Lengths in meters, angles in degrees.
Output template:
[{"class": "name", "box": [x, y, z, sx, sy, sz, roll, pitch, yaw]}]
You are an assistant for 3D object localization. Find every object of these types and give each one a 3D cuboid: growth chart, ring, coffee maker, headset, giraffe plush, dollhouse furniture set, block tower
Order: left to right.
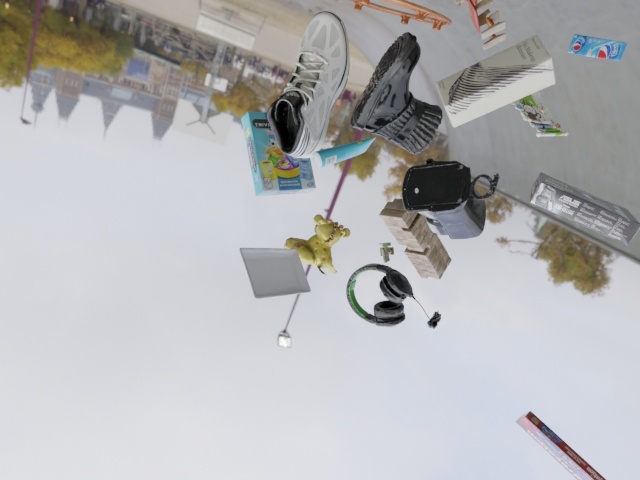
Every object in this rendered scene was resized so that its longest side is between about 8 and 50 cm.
[{"class": "giraffe plush", "box": [0.000, 0.000, 1.626, 0.181, 0.170, 0.210, 18, -169, -44]}, {"class": "dollhouse furniture set", "box": [0.265, 0.049, 2.000, 0.059, 0.076, 0.152, -5, -175, 23]}, {"class": "ring", "box": [0.174, -0.598, 1.228, 0.337, 0.032, 0.336, 14, -158, -6]}, {"class": "headset", "box": [0.280, 0.243, 1.869, 0.394, 0.243, 0.185, 18, -160, 19]}, {"class": "block tower", "box": [0.319, -0.001, 1.546, 0.097, 0.091, 0.335, 13, 151, 46]}, {"class": "coffee maker", "box": [0.265, -0.069, 0.922, 0.171, 0.120, 0.178, 25, 178, 36]}, {"class": "dollhouse furniture set", "box": [0.581, -0.888, 1.804, 0.259, 0.135, 0.261, 24, -137, -65]}, {"class": "growth chart", "box": [0.671, -0.420, 1.495, 0.172, 0.021, 0.237, -14, -107, -31]}]

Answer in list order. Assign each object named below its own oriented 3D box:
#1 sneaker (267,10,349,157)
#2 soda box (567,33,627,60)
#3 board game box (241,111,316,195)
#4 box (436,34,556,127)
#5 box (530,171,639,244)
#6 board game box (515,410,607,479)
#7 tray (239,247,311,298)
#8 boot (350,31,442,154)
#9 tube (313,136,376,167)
[{"class": "sneaker", "box": [-0.029, -0.458, 1.404, 0.169, 0.447, 0.257, 15, -165, 8]}, {"class": "soda box", "box": [1.034, -0.720, 1.771, 0.210, 0.067, 0.071, -4, -150, -23]}, {"class": "board game box", "box": [-0.172, -0.362, 1.979, 0.254, 0.335, 0.079, -8, 174, -33]}, {"class": "box", "box": [0.459, -0.417, 1.257, 0.094, 0.275, 0.113, 44, -150, -48]}, {"class": "box", "box": [0.844, -0.112, 1.541, 0.308, 0.076, 0.242, 28, -156, 15]}, {"class": "board game box", "box": [0.670, 0.590, 1.296, 0.281, 0.027, 0.145, 43, 170, 26]}, {"class": "tray", "box": [-0.129, 0.093, 1.344, 0.270, 0.030, 0.145, 3, -117, -59]}, {"class": "boot", "box": [0.275, -0.436, 1.447, 0.260, 0.348, 0.131, 18, -129, -14]}, {"class": "tube", "box": [0.077, -0.277, 1.488, 0.207, 0.052, 0.080, -20, 171, -25]}]
